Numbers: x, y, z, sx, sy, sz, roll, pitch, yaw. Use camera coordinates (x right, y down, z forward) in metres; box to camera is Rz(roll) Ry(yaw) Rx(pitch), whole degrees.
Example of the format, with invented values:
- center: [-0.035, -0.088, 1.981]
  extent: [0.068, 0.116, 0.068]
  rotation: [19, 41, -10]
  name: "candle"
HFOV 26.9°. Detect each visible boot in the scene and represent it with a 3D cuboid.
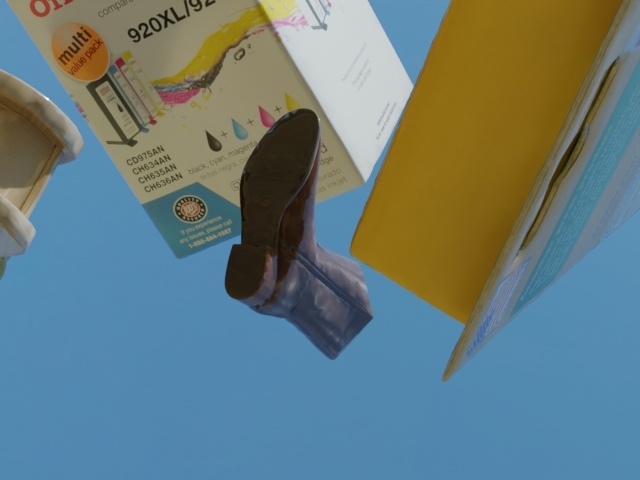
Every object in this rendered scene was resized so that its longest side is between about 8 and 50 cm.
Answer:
- center: [0.000, 0.000, 0.693]
  extent: [0.037, 0.114, 0.106]
  rotation: [14, -101, 35]
  name: "boot"

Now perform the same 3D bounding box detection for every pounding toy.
- center: [-0.206, -0.063, 0.769]
  extent: [0.154, 0.269, 0.155]
  rotation: [20, -120, 4]
  name: "pounding toy"

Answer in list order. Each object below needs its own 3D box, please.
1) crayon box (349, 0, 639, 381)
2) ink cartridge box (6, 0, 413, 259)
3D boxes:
- center: [0.128, -0.086, 0.635]
  extent: [0.083, 0.323, 0.203]
  rotation: [31, -62, 17]
  name: "crayon box"
- center: [-0.073, -0.144, 0.962]
  extent: [0.171, 0.168, 0.233]
  rotation: [-21, -68, 28]
  name: "ink cartridge box"
